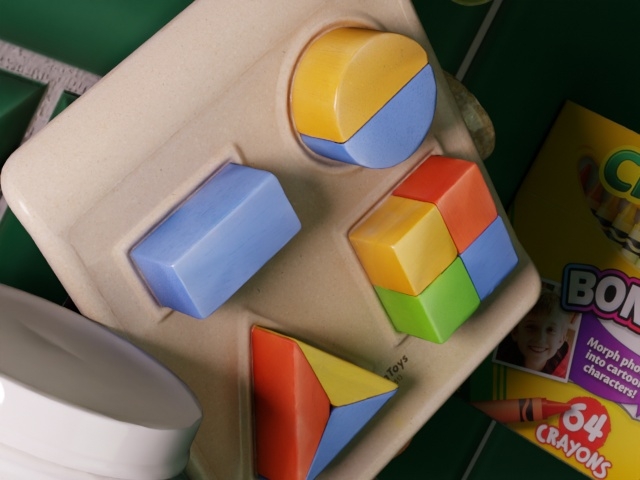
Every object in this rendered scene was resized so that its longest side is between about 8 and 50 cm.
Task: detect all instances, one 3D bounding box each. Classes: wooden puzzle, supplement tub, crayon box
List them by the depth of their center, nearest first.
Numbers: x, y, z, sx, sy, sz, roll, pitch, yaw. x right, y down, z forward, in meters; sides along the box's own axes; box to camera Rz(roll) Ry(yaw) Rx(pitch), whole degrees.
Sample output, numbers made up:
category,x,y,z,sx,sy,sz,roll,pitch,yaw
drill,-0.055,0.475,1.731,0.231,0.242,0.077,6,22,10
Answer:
category,x,y,z,sx,sy,sz,roll,pitch,yaw
supplement tub,-0.218,0.197,0.951,0.228,0.228,0.316,11,106,-62
wooden puzzle,0.000,0.000,1.114,0.322,0.080,0.348,-44,120,-24
crayon box,0.328,0.083,1.614,0.106,0.363,0.313,15,103,-62

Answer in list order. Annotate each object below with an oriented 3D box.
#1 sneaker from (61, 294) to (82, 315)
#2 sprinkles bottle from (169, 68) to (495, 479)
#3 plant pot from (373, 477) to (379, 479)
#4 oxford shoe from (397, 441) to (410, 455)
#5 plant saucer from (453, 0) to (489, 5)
category,x,y,z,sx,sy,sz,roll,pitch,yaw
sneaker,-0.104,0.024,1.130,0.225,0.088,0.093,-50,147,-22
sprinkles bottle,-0.015,0.021,1.240,0.355,0.121,0.121,-51,152,-18
plant pot,0.003,0.256,1.527,0.109,0.096,0.109,-21,135,-51
oxford shoe,0.039,0.074,1.372,0.364,0.130,0.133,-45,147,-59
plant saucer,0.143,-0.299,1.286,0.241,0.037,0.241,-40,146,-34
